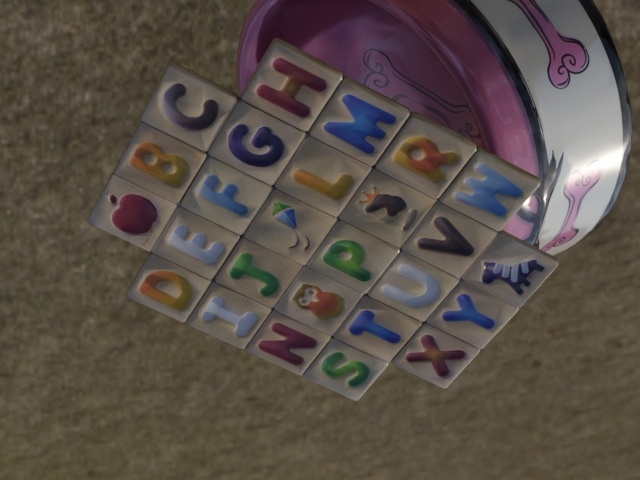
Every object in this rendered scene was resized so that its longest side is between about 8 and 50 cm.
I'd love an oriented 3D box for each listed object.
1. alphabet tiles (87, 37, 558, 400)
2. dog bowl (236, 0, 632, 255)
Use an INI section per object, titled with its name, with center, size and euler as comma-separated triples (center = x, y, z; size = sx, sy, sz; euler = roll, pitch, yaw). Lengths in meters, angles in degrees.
[alphabet tiles]
center = 0.000, 0.000, 0.929
size = 0.342, 0.011, 0.285
euler = 26, 127, -13
[dog bowl]
center = 0.084, -0.124, 1.129
size = 0.150, 0.408, 0.408
euler = -35, 165, -34
